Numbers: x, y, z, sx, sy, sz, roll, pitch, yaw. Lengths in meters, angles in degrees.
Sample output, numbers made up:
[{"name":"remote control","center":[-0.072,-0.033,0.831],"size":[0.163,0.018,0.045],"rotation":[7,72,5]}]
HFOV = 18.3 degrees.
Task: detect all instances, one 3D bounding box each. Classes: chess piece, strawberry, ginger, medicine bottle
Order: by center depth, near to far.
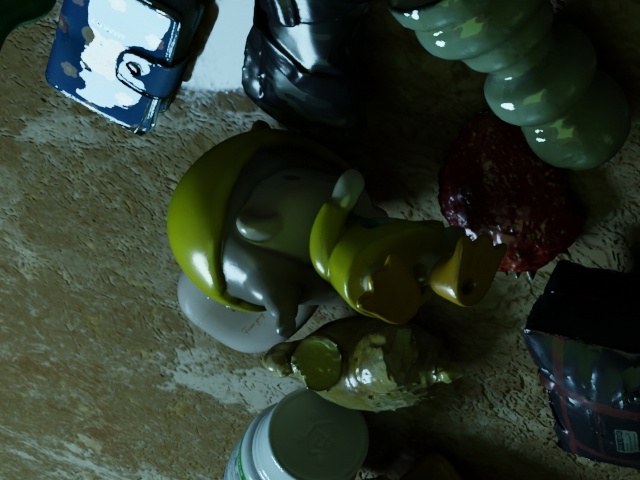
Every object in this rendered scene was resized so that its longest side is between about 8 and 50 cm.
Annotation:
[{"name":"chess piece","center":[0.176,-0.155,1.689],"size":[0.133,0.133,0.243],"rotation":[-12,130,43]},{"name":"strawberry","center":[0.174,-0.037,1.871],"size":[0.146,0.082,0.187],"rotation":[1,130,25]},{"name":"ginger","center":[0.056,0.129,2.099],"size":[0.216,0.102,0.157],"rotation":[1,168,30]},{"name":"medicine bottle","center":[-0.026,0.251,2.249],"size":[0.139,0.139,0.237],"rotation":[32,157,-1]}]

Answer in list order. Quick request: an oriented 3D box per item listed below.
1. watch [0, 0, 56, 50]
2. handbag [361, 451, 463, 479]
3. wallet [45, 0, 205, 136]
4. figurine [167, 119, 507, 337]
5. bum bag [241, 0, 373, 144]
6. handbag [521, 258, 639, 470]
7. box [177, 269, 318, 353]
[{"name":"watch","center":[-0.313,-0.257,1.872],"size":[0.131,0.165,0.152],"rotation":[53,159,-2]},{"name":"handbag","center":[0.155,0.461,2.278],"size":[0.401,0.133,0.283],"rotation":[51,132,14]},{"name":"wallet","center":[-0.195,-0.199,1.951],"size":[0.141,0.059,0.202],"rotation":[28,143,2]},{"name":"figurine","center":[0.000,0.000,1.871],"size":[0.215,0.187,0.343],"rotation":[7,-171,-37]},{"name":"bum bag","center":[-0.007,-0.206,1.781],"size":[0.144,0.095,0.340],"rotation":[37,146,21]},{"name":"handbag","center":[0.292,0.125,1.896],"size":[0.169,0.155,0.215],"rotation":[14,144,29]},{"name":"box","center":[-0.073,0.044,2.120],"size":[0.146,0.088,0.200],"rotation":[35,143,-7]}]
